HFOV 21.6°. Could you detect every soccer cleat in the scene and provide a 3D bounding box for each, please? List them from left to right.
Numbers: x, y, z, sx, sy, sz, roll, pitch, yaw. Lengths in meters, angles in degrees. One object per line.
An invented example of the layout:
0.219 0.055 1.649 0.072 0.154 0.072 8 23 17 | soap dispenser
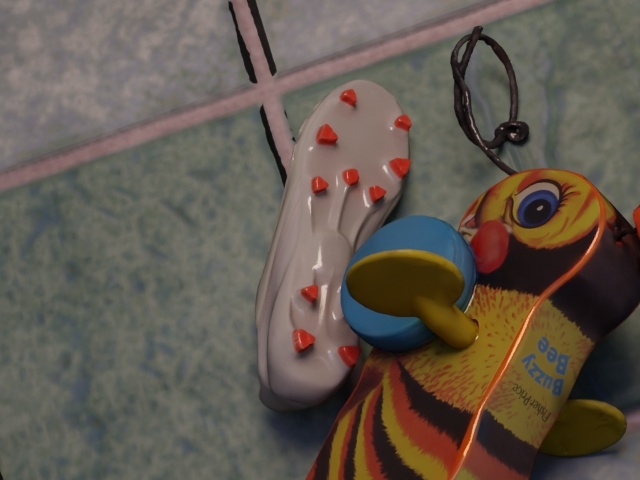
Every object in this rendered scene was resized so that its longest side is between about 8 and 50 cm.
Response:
0.000 0.000 0.910 0.068 0.076 0.196 23 59 -17 | soccer cleat

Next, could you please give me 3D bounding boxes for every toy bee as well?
0.091 0.026 0.808 0.162 0.195 0.298 -1 82 43 | toy bee

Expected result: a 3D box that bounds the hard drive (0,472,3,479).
-0.238 0.109 0.940 0.094 0.022 0.135 -26 70 1 | hard drive
